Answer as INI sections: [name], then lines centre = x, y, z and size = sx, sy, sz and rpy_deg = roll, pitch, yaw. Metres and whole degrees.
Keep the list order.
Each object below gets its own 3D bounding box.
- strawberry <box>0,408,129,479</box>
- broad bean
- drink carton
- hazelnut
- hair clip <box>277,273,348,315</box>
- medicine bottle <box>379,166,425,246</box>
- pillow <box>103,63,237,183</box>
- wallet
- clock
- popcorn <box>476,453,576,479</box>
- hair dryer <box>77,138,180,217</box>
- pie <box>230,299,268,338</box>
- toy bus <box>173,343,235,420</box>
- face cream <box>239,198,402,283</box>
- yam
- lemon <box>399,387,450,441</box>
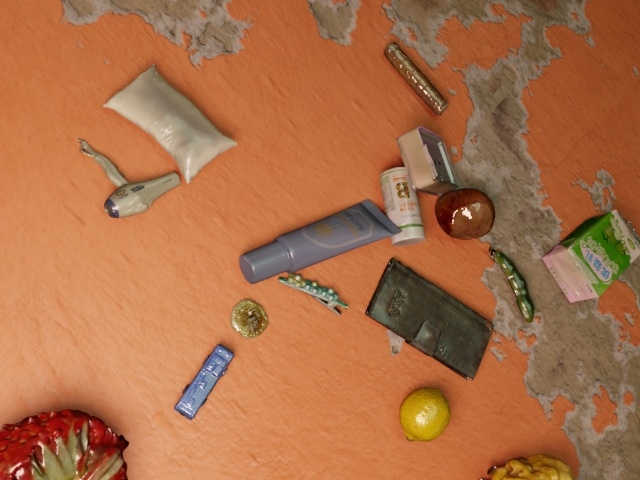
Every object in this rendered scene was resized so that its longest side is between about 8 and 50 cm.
[strawberry]
centre = -0.454, 0.406, 0.888
size = 0.261, 0.257, 0.261
rpy_deg = 23, 59, -46
[broad bean]
centre = 0.512, 0.111, 1.491
size = 0.069, 0.039, 0.227
rpy_deg = -30, 87, -35
[drink carton]
centre = 0.775, 0.036, 1.591
size = 0.271, 0.108, 0.161
rpy_deg = -33, 89, -29
[hazelnut]
centre = 0.369, -0.075, 1.434
size = 0.154, 0.143, 0.143
rpy_deg = 0, 74, -6
[hair clip]
centre = -0.014, 0.112, 1.258
size = 0.173, 0.049, 0.049
rpy_deg = 28, 65, -12
[medicine bottle]
centre = 0.201, -0.083, 1.384
size = 0.086, 0.086, 0.183
rpy_deg = -3, 75, -25
[pillow]
centre = -0.321, -0.248, 1.206
size = 0.254, 0.078, 0.144
rpy_deg = 43, 66, -4
[wallet]
centre = 0.269, 0.190, 1.354
size = 0.317, 0.044, 0.169
rpy_deg = 33, 65, -11
[clock]
centre = 0.272, -0.197, 1.407
size = 0.192, 0.071, 0.147
rpy_deg = -1, 72, -61
[popcorn]
centre = 0.463, 0.560, 1.220
size = 0.191, 0.253, 0.190
rpy_deg = 28, 102, 4
[hair dryer]
centre = -0.393, -0.143, 1.170
size = 0.167, 0.067, 0.199
rpy_deg = -17, 67, -36
[pie]
centre = -0.151, 0.166, 1.187
size = 0.084, 0.020, 0.084
rpy_deg = 7, 72, -23
[toy bus]
centre = -0.225, 0.275, 1.099
size = 0.051, 0.061, 0.153
rpy_deg = 36, 65, -4
[face cream]
centre = 0.000, 0.000, 1.269
size = 0.385, 0.086, 0.135
rpy_deg = -22, 51, -29
[yam]
centre = 0.264, -0.444, 1.541
size = 0.241, 0.057, 0.057
rpy_deg = 49, 62, -3
[lemon]
centre = 0.229, 0.385, 1.240
size = 0.109, 0.109, 0.133
rpy_deg = 38, 79, -9
